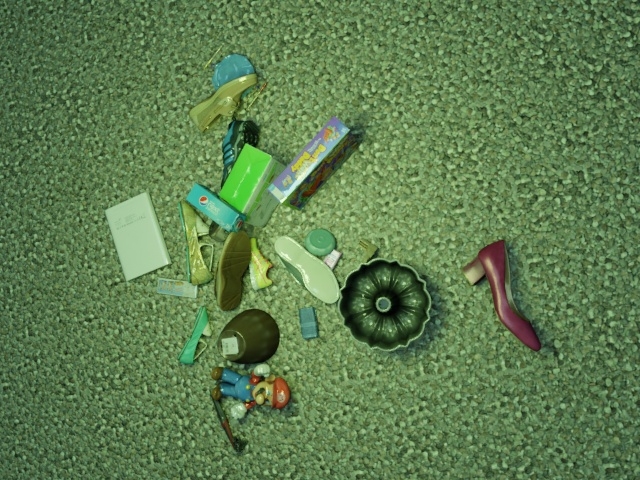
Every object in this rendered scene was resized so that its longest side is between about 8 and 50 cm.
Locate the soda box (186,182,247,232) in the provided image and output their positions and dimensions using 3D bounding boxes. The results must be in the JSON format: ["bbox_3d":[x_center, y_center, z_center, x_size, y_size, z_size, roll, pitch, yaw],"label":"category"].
[{"bbox_3d":[-0.364,-0.114,1.722,0.210,0.067,0.071,35,98,16],"label":"soda box"}]

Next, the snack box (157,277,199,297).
[{"bbox_3d":[-0.585,0.194,2.017,0.178,0.022,0.064,6,90,13],"label":"snack box"}]

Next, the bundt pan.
[{"bbox_3d":[0.234,0.225,1.773,0.331,0.124,0.330,0,88,14],"label":"bundt pan"}]

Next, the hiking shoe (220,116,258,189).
[{"bbox_3d":[-0.338,-0.332,1.958,0.132,0.113,0.304,22,96,40],"label":"hiking shoe"}]

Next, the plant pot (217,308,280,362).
[{"bbox_3d":[-0.289,0.373,1.833,0.216,0.230,0.215,-1,88,13],"label":"plant pot"}]

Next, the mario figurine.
[{"bbox_3d":[-0.270,0.564,1.843,0.321,0.198,0.170,4,46,20],"label":"mario figurine"}]

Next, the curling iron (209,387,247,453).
[{"bbox_3d":[-0.368,0.707,1.935,0.068,0.035,0.274,-31,82,13],"label":"curling iron"}]

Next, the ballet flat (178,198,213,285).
[{"bbox_3d":[-0.491,0.003,1.968,0.123,0.123,0.348,-10,84,13],"label":"ballet flat"}]

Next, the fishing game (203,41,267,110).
[{"bbox_3d":[-0.349,-0.656,1.995,0.264,0.041,0.189,41,104,6],"label":"fishing game"}]

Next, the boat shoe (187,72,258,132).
[{"bbox_3d":[-0.368,-0.545,1.945,0.341,0.121,0.110,-24,102,28],"label":"boat shoe"}]

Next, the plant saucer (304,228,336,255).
[{"bbox_3d":[0.000,0.000,1.859,0.119,0.021,0.119,2,59,-3],"label":"plant saucer"}]

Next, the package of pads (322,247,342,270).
[{"bbox_3d":[0.043,0.071,1.871,0.050,0.032,0.083,31,94,16],"label":"package of pads"}]

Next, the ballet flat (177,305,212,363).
[{"bbox_3d":[-0.485,0.383,1.966,0.087,0.083,0.247,24,93,-11],"label":"ballet flat"}]

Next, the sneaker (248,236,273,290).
[{"bbox_3d":[-0.235,0.087,1.920,0.094,0.081,0.208,-11,89,1],"label":"sneaker"}]

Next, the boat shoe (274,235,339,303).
[{"bbox_3d":[-0.052,0.116,1.868,0.319,0.099,0.116,45,70,8],"label":"boat shoe"}]

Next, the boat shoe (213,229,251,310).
[{"bbox_3d":[-0.355,0.100,1.885,0.123,0.123,0.341,39,128,44],"label":"boat shoe"}]

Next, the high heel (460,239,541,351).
[{"bbox_3d":[0.660,0.185,1.667,0.181,0.127,0.377,-42,76,19],"label":"high heel"}]

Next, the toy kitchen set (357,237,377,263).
[{"bbox_3d":[0.155,0.052,1.831,0.075,0.083,0.068,34,137,13],"label":"toy kitchen set"}]

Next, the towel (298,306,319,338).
[{"bbox_3d":[-0.046,0.315,1.882,0.067,0.029,0.119,-9,86,12],"label":"towel"}]

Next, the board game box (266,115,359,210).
[{"bbox_3d":[-0.019,-0.270,1.799,0.078,0.233,0.347,45,98,12],"label":"board game box"}]

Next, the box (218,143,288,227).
[{"bbox_3d":[-0.241,-0.196,1.847,0.127,0.231,0.262,30,95,17],"label":"box"}]

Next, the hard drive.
[{"bbox_3d":[-0.764,-0.015,2.060,0.210,0.040,0.318,-22,83,12],"label":"hard drive"}]

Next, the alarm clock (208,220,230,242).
[{"bbox_3d":[-0.379,-0.054,1.910,0.064,0.192,0.129,32,96,-32],"label":"alarm clock"}]
